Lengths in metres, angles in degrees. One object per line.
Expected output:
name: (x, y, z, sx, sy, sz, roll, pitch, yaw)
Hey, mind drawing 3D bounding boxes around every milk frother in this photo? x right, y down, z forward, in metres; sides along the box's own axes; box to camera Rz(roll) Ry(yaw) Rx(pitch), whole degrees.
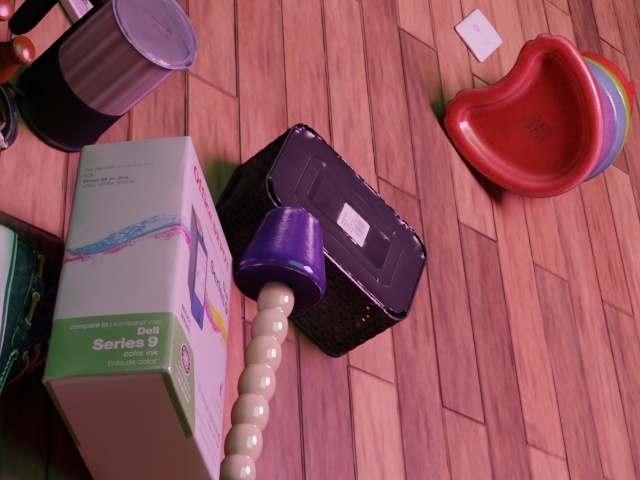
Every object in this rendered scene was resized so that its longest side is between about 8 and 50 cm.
milk frother: (-0.193, -0.132, 1.144, 0.129, 0.135, 0.143, 39, 39, -21)

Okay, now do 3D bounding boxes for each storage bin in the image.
storage bin: (0.000, 0.000, 1.314, 0.180, 0.084, 0.122, 44, 37, -16)

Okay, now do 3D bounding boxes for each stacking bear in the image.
stacking bear: (0.292, -0.153, 1.728, 0.164, 0.175, 0.289, 56, 28, 3)

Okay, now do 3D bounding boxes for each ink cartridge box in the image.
ink cartridge box: (-0.126, 0.053, 1.058, 0.154, 0.093, 0.212, 77, 10, -49)

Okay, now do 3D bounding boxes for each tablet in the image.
tablet: (0.197, -0.255, 1.815, 0.054, 0.006, 0.083, 52, 35, -5)

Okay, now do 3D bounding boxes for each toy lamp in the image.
toy lamp: (-0.048, 0.097, 1.147, 0.080, 0.080, 0.274, 34, 53, -29)

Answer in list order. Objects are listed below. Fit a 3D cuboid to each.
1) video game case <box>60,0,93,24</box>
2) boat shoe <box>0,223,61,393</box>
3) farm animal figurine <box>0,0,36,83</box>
video game case: (-0.183, -0.210, 1.325, 0.122, 0.011, 0.087, -24, 82, -55)
boat shoe: (-0.214, 0.074, 1.018, 0.083, 0.065, 0.183, 33, 41, -31)
farm animal figurine: (-0.336, -0.235, 0.953, 0.330, 0.172, 0.326, 45, 46, -35)
